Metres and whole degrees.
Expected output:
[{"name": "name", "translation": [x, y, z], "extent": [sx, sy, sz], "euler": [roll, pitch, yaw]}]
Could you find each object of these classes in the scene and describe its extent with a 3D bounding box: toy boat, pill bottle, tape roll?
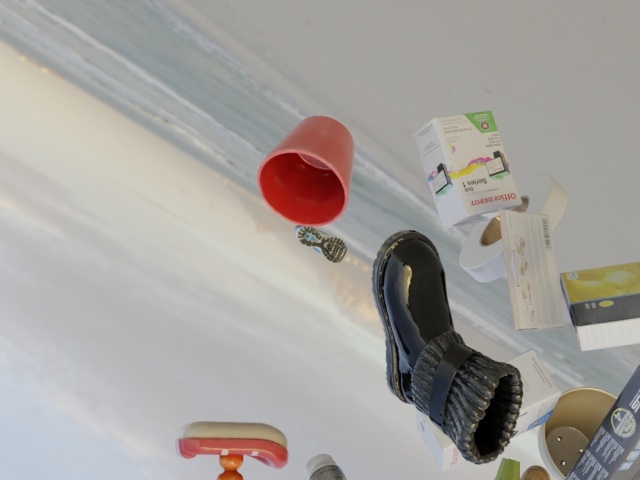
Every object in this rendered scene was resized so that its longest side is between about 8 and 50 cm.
[{"name": "toy boat", "translation": [-0.178, 0.446, 1.419], "extent": [0.231, 0.151, 0.151], "euler": [7, 162, -18]}, {"name": "pill bottle", "translation": [0.020, 0.494, 1.392], "extent": [0.078, 0.078, 0.137], "euler": [31, -170, -30]}, {"name": "tape roll", "translation": [0.584, -0.039, 2.150], "extent": [0.072, 0.392, 0.392], "euler": [40, 179, -8]}]

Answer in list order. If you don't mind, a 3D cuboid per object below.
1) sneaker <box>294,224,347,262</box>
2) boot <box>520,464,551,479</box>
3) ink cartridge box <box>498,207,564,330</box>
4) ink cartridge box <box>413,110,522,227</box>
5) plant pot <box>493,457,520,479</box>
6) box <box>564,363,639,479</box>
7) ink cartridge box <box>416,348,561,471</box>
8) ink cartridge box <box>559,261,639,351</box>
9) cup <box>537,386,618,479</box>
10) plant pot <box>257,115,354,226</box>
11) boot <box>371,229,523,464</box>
[{"name": "sneaker", "translation": [0.000, 0.000, 1.790], "extent": [0.162, 0.063, 0.073], "euler": [33, -178, -28]}, {"name": "boot", "translation": [0.601, 0.807, 2.051], "extent": [0.112, 0.305, 0.115], "euler": [14, 163, 30]}, {"name": "ink cartridge box", "translation": [0.504, 0.076, 1.746], "extent": [0.261, 0.296, 0.066], "euler": [5, 166, -45]}, {"name": "ink cartridge box", "translation": [0.397, -0.192, 1.890], "extent": [0.201, 0.278, 0.117], "euler": [-12, 170, -27]}, {"name": "plant pot", "translation": [0.536, 0.662, 1.992], "extent": [0.083, 0.079, 0.083], "euler": [15, 164, 4]}, {"name": "box", "translation": [0.743, 0.436, 1.557], "extent": [0.318, 0.394, 0.097], "euler": [4, -149, -28]}, {"name": "ink cartridge box", "translation": [0.396, 0.413, 1.683], "extent": [0.223, 0.308, 0.129], "euler": [76, 169, -59]}, {"name": "ink cartridge box", "translation": [0.675, 0.120, 1.459], "extent": [0.303, 0.307, 0.072], "euler": [-54, -51, -69]}, {"name": "cup", "translation": [0.841, 0.665, 2.269], "extent": [0.331, 0.331, 0.237], "euler": [32, 155, 10]}, {"name": "plant pot", "translation": [-0.022, -0.217, 2.036], "extent": [0.275, 0.275, 0.243], "euler": [32, -136, -11]}, {"name": "boot", "translation": [0.211, 0.168, 1.168], "extent": [0.131, 0.347, 0.260], "euler": [-16, -162, -20]}]
